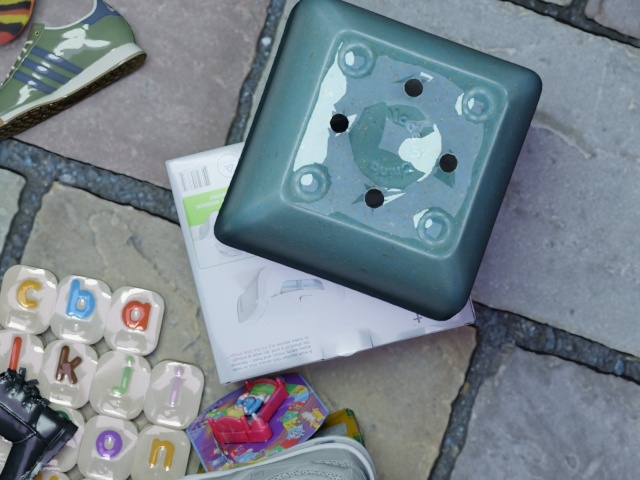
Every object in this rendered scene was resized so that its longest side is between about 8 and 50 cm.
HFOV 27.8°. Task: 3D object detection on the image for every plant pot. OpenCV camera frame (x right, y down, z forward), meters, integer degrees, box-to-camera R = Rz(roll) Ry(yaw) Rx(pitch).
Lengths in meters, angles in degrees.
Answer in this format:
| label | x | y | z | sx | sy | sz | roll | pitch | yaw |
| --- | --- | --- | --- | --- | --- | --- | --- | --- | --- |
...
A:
| label | x | y | z | sx | sy | sz | roll | pitch | yaw |
| --- | --- | --- | --- | --- | --- | --- | --- | --- | --- |
| plant pot | 0.055 | -0.076 | 1.118 | 0.247 | 0.252 | 0.247 | 20 | 89 | -2 |

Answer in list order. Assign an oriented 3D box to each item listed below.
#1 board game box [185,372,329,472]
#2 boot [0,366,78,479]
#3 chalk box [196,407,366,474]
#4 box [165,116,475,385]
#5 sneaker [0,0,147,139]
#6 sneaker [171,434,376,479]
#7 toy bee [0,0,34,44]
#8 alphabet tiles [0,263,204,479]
| label | x | y | z | sx | sy | sz | roll | pitch | yaw |
| --- | --- | --- | --- | --- | --- | --- | --- | --- | --- |
| board game box | -0.070 | 0.169 | 1.289 | 0.133 | 0.168 | 0.033 | -27 | 113 | -8 |
| boot | -0.319 | 0.199 | 1.327 | 0.099 | 0.045 | 0.121 | 42 | 86 | -7 |
| chalk box | 0.001 | 0.344 | 1.295 | 0.180 | 0.179 | 0.289 | -20 | 93 | 0 |
| box | 0.000 | 0.000 | 1.305 | 0.261 | 0.127 | 0.231 | -15 | 94 | -1 |
| sneaker | -0.280 | -0.179 | 1.325 | 0.192 | 0.064 | 0.086 | -28 | 86 | 0 |
| sneaker | -0.084 | 0.254 | 1.143 | 0.281 | 0.115 | 0.105 | -28 | 93 | 2 |
| toy bee | -0.360 | -0.315 | 1.212 | 0.162 | 0.298 | 0.195 | -48 | 67 | 7 |
| alphabet tiles | -0.271 | 0.173 | 1.359 | 0.284 | 0.021 | 0.278 | 11 | 95 | -2 |
